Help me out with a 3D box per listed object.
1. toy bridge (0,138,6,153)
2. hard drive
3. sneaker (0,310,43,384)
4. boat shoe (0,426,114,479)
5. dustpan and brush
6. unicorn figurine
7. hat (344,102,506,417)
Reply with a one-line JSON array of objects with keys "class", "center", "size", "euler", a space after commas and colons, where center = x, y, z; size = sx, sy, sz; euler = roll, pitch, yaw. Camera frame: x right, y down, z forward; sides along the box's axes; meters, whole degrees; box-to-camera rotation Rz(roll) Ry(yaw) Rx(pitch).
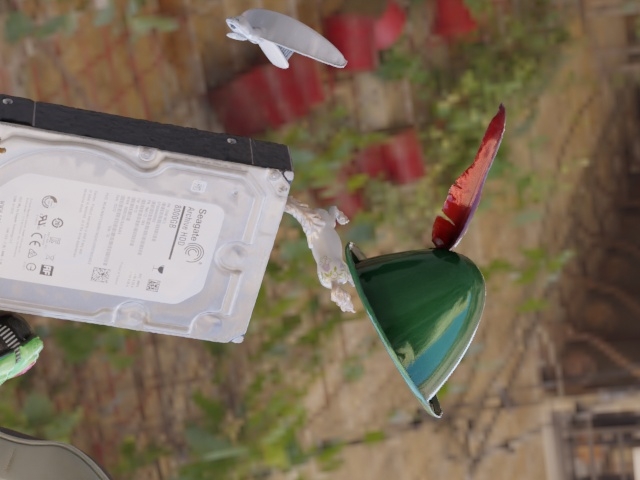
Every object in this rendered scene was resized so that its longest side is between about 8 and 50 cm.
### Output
[{"class": "toy bridge", "center": [-0.377, -0.113, 1.669], "size": [0.188, 0.026, 0.063], "euler": [20, -170, 8]}, {"class": "hard drive", "center": [-0.218, -0.018, 1.892], "size": [0.339, 0.237, 0.064], "euler": [10, -146, -15]}, {"class": "sneaker", "center": [-0.524, 0.072, 2.021], "size": [0.483, 0.202, 0.185], "euler": [11, -158, 30]}, {"class": "boat shoe", "center": [-0.361, 0.315, 2.353], "size": [0.335, 0.095, 0.112], "euler": [16, -105, 37]}, {"class": "dustpan and brush", "center": [-0.066, -0.250, 2.208], "size": [0.147, 0.060, 0.211], "euler": [17, 169, 22]}, {"class": "unicorn figurine", "center": [0.000, 0.000, 2.000], "size": [0.060, 0.162, 0.111], "euler": [-37, 165, 15]}, {"class": "hat", "center": [0.136, 0.034, 1.578], "size": [0.183, 0.208, 0.173], "euler": [-28, -119, 6]}]
